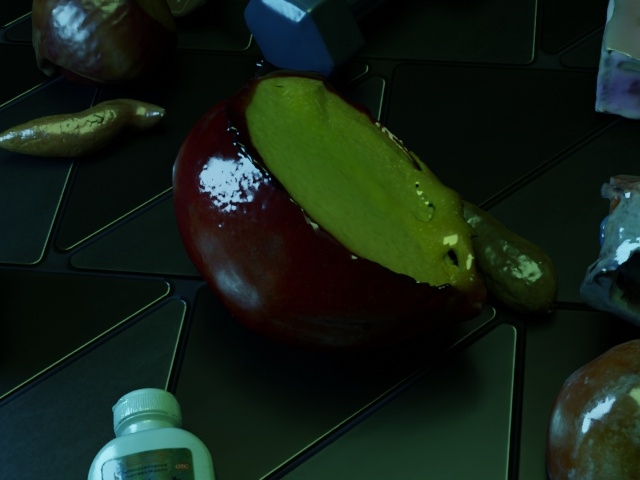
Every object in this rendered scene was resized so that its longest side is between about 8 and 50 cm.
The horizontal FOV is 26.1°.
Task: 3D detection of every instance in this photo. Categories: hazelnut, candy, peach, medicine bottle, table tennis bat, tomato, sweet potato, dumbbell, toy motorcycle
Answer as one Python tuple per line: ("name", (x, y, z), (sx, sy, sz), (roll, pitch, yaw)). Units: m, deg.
("hazelnut", (-0.266, -0.268, 1.688), (0.170, 0.160, 0.202), (-5, 13, -14))
("candy", (0.419, -0.265, 1.634), (0.156, 0.115, 0.265), (10, 53, 12))
("peach", (0.000, 0.000, 1.417), (0.362, 0.201, 0.258), (42, 34, 16))
("medicine bottle", (-0.155, 0.250, 1.298), (0.121, 0.083, 0.228), (-11, 51, 0))
("table tennis bat", (-0.119, -0.302, 1.781), (0.170, 0.119, 0.107), (22, 80, 47))
("tomato", (0.318, 0.172, 1.279), (0.214, 0.155, 0.180), (-13, 48, -4))
("sweet potato", (-0.282, -0.129, 1.630), (0.202, 0.058, 0.055), (-13, 9, -10))
("dumbbell", (0.061, -0.320, 1.693), (0.316, 0.156, 0.144), (-40, 29, -24))
("sweet potato", (0.162, 0.003, 1.483), (0.233, 0.062, 0.081), (30, 61, 29))
("toy motorcycle", (0.415, 0.045, 1.329), (0.319, 0.181, 0.241), (10, 13, 14))
